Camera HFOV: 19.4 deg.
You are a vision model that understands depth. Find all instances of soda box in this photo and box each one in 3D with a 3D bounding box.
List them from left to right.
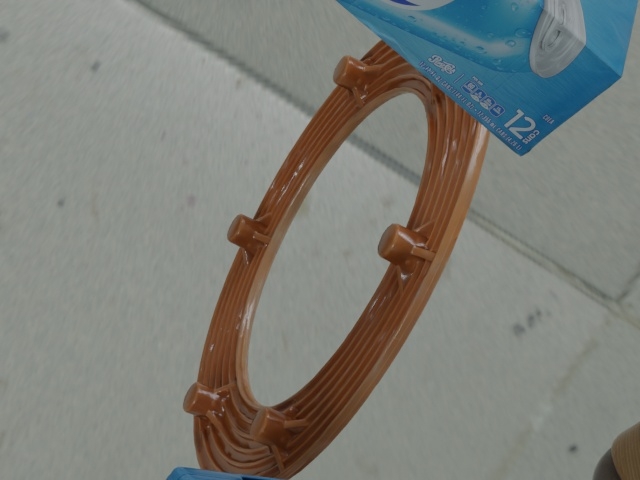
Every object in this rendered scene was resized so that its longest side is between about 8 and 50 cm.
[{"bbox_3d":[0.039,-0.136,0.807,0.210,0.071,0.067,38,129,-15],"label":"soda box"}]

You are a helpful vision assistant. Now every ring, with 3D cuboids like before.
[{"bbox_3d":[0.000,0.000,1.171,0.032,0.336,0.336,26,100,-20],"label":"ring"}]

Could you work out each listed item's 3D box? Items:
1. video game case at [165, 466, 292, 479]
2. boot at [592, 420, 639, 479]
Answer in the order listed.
[{"bbox_3d":[-0.044,0.169,0.944,0.166,0.015,0.119,15,114,-49],"label":"video game case"},{"bbox_3d":[0.252,0.274,1.541,0.090,0.248,0.207,23,132,-9],"label":"boot"}]
